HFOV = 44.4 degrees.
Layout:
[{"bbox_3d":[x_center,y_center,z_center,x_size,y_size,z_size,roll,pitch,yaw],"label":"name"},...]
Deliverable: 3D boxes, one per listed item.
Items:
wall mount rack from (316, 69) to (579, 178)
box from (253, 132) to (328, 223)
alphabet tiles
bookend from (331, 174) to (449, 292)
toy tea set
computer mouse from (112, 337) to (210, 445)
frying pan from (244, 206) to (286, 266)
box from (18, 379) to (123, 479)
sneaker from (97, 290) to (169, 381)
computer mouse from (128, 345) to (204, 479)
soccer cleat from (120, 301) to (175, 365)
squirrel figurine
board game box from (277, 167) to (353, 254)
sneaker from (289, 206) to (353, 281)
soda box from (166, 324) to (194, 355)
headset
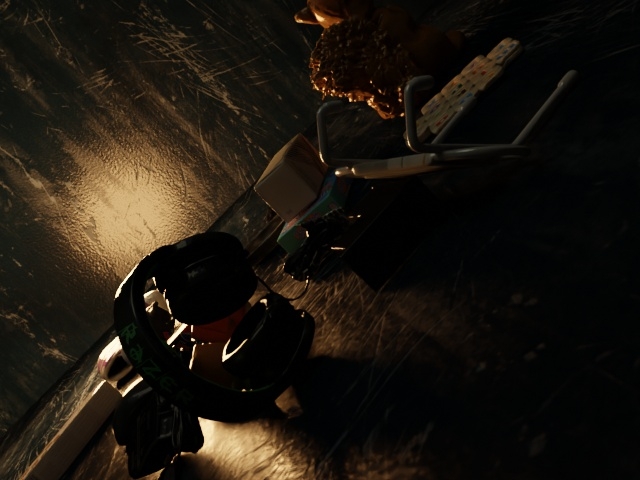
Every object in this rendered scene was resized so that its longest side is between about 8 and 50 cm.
[{"bbox_3d":[0.179,-0.160,1.094,0.304,0.130,0.350,-5,2,-32],"label":"wall mount rack"},{"bbox_3d":[-0.059,-0.145,1.754,0.094,0.113,0.275,-41,13,18],"label":"box"},{"bbox_3d":[0.276,-0.289,1.543,0.284,0.021,0.278,-42,12,13],"label":"alphabet tiles"},{"bbox_3d":[0.080,-0.010,1.129,0.157,0.072,0.156,-47,12,-12],"label":"bookend"},{"bbox_3d":[-0.144,0.153,1.270,0.336,0.124,0.199,-98,17,-54],"label":"toy tea set"},{"bbox_3d":[-0.310,0.274,1.506,0.272,0.072,0.188,-46,12,-5],"label":"computer mouse"},{"bbox_3d":[-0.144,-0.008,1.959,0.197,0.053,0.326,-46,10,-6],"label":"frying pan"},{"bbox_3d":[-0.577,0.464,1.797,0.063,0.067,0.324,-33,17,45],"label":"box"},{"bbox_3d":[-0.500,0.269,2.149,0.282,0.102,0.161,-58,17,-8],"label":"sneaker"},{"bbox_3d":[-0.214,0.293,1.124,0.262,0.060,0.184,-59,32,36],"label":"computer mouse"},{"bbox_3d":[-0.421,0.263,1.892,0.143,0.116,0.331,-59,7,10],"label":"soccer cleat"},{"bbox_3d":[0.117,-0.487,1.908,0.281,0.370,0.397,-37,14,32],"label":"squirrel figurine"},{"bbox_3d":[-0.007,-0.073,1.711,0.160,0.047,0.210,-40,13,22],"label":"board game box"},{"bbox_3d":[0.000,0.000,1.404,0.162,0.063,0.073,-44,8,2],"label":"sneaker"},{"bbox_3d":[-0.270,0.196,1.684,0.169,0.053,0.060,-48,12,-11],"label":"soda box"},{"bbox_3d":[-0.095,0.076,1.048,0.185,0.243,0.394,-46,-5,27],"label":"headset"}]
